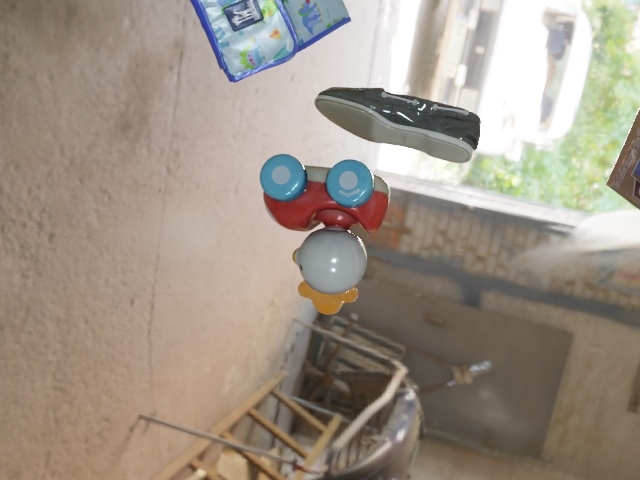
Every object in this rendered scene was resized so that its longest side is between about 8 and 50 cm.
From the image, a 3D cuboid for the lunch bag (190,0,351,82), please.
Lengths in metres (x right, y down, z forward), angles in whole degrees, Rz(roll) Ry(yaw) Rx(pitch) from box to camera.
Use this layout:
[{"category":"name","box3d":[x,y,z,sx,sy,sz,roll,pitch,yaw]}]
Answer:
[{"category":"lunch bag","box3d":[-0.061,-0.258,0.858,0.151,0.096,0.129,-33,116,-18]}]

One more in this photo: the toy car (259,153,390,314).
[{"category":"toy car","box3d":[0.000,0.000,1.324,0.219,0.210,0.238,39,58,-78]}]

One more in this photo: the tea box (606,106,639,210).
[{"category":"tea box","box3d":[0.734,-0.207,1.473,0.323,0.220,0.329,-43,160,-7]}]

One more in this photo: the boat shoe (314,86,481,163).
[{"category":"boat shoe","box3d":[0.157,-0.248,1.609,0.112,0.335,0.095,92,19,-66]}]
